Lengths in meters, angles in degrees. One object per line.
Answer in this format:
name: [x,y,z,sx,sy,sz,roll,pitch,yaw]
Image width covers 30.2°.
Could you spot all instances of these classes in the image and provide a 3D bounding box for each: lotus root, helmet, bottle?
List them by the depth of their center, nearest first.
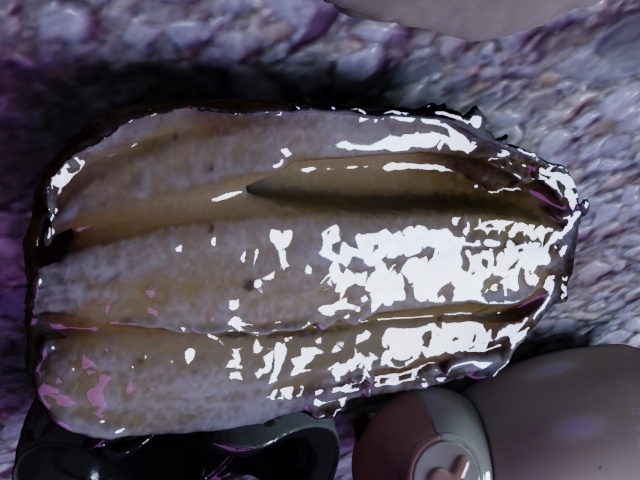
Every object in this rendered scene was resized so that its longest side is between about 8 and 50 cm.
lotus root: [0.000,0.000,0.585,0.329,0.078,0.167,1,112,-38]
helmet: [-0.078,0.086,0.658,0.176,0.107,0.153,-6,157,14]
bottle: [0.134,0.159,0.872,0.236,0.148,0.148,-5,146,-13]

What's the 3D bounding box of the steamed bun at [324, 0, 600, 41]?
steamed bun: [0.046,-0.149,0.365,0.182,0.106,0.183,-13,149,-8]
